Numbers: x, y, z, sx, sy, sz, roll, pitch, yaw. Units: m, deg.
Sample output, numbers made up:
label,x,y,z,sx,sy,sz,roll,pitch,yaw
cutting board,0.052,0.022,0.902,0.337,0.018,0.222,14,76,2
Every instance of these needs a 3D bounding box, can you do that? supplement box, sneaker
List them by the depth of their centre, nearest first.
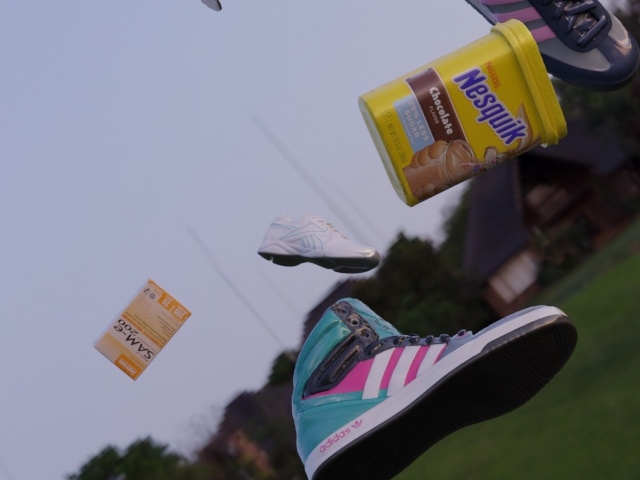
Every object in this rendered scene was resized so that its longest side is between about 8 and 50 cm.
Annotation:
label,x,y,z,sx,sy,sz,roll,pitch,yaw
sneaker,0.092,0.115,1.438,0.296,0.178,0.123,-30,-43,1
supplement box,-0.198,0.098,1.602,0.098,0.062,0.036,-51,10,-8
sneaker,0.000,0.000,1.628,0.054,0.152,0.061,44,-120,-55
sneaker,0.263,-0.303,1.754,0.112,0.319,0.131,-52,-4,-16

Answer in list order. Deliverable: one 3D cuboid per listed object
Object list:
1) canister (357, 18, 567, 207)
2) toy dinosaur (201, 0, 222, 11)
label,x,y,z,sx,sy,sz,roll,pitch,yaw
canister,0.135,-0.120,1.389,0.170,0.126,0.073,-26,19,-4
toy dinosaur,-0.104,-0.205,1.056,0.053,0.092,0.183,-41,25,-8
